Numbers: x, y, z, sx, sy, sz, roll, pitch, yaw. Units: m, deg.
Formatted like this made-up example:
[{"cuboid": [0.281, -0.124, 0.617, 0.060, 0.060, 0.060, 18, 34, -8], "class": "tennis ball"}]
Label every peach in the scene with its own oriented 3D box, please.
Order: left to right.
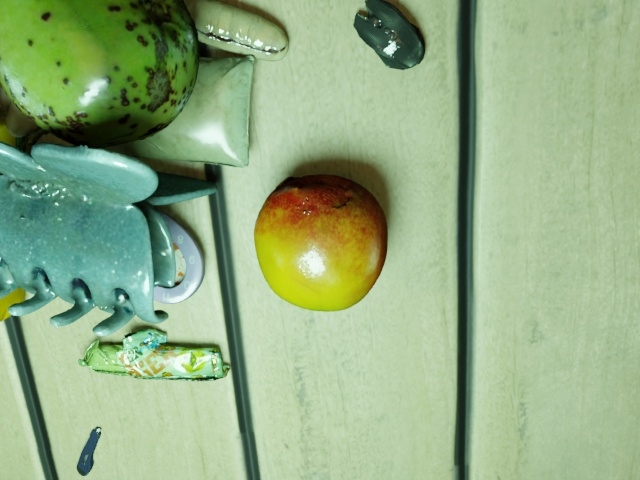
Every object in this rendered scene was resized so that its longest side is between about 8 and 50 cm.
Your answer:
[{"cuboid": [0.000, 0.000, 0.899, 0.231, 0.231, 0.231, 0, 108, 0], "class": "peach"}]

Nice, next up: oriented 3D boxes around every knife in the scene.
[{"cuboid": [-0.487, 0.446, 1.135, 0.031, 0.018, 0.121, 25, 105, 0], "class": "knife"}]

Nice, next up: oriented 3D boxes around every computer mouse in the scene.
[{"cuboid": [0.115, -0.335, 0.874, 0.135, 0.047, 0.079, 39, 103, -9], "class": "computer mouse"}]

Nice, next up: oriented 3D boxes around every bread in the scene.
[{"cuboid": [-0.155, -0.345, 0.868, 0.214, 0.053, 0.073, 19, 110, -7], "class": "bread"}]

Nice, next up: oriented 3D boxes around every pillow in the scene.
[{"cuboid": [-0.264, -0.223, 0.893, 0.302, 0.075, 0.185, 4, 103, 1], "class": "pillow"}]

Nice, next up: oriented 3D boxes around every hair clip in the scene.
[{"cuboid": [-0.360, -0.014, 0.782, 0.318, 0.392, 0.238, 12, 93, 1], "class": "hair clip"}]

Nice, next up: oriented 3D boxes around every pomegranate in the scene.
[{"cuboid": [-0.338, -0.249, 0.746, 0.340, 0.285, 0.285, -21, 108, 31], "class": "pomegranate"}]

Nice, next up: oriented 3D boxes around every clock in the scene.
[{"cuboid": [-0.308, 0.025, 0.976, 0.198, 0.064, 0.172, 3, 88, -2], "class": "clock"}]

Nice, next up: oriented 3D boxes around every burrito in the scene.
[{"cuboid": [-0.322, 0.221, 1.045, 0.288, 0.054, 0.104, 2, 107, -1], "class": "burrito"}]

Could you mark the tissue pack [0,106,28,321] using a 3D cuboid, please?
[{"cuboid": [-0.629, -0.028, 0.846, 0.228, 0.293, 0.382, 11, 107, 2], "class": "tissue pack"}]
